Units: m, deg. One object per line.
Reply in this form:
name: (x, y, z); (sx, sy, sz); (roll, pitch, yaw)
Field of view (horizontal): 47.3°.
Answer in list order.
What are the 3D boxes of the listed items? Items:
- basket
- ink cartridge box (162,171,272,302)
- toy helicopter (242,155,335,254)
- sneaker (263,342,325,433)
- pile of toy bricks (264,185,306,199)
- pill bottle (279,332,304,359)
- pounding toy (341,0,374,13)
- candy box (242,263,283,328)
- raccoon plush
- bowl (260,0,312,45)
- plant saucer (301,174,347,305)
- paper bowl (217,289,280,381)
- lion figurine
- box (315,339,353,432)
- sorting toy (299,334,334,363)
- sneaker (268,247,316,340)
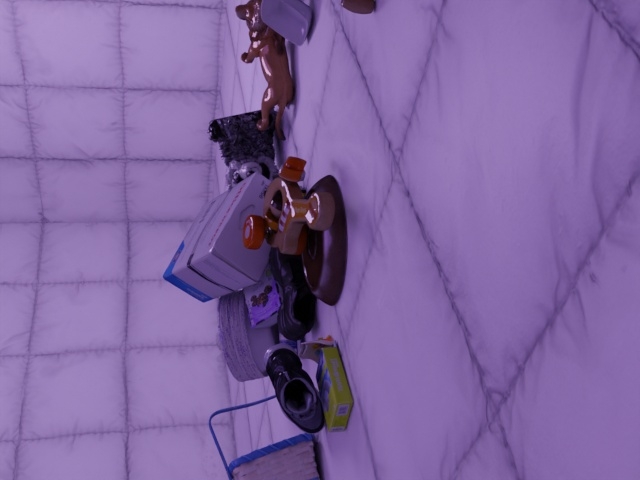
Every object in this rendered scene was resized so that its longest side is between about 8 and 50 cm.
basket: (-0.137, 0.552, 1.895); (0.201, 0.254, 0.289); (112, 142, -63)
ink cartridge box: (-0.269, 0.001, 2.139); (0.395, 0.166, 0.285); (-22, 37, 57)
toy helicopter: (-0.051, -0.084, 1.644); (0.355, 0.140, 0.235); (-175, 93, -66)
sneaker: (-0.049, 0.380, 1.710); (0.269, 0.101, 0.153); (66, 175, -26)
pile of toy bricks: (-0.090, -0.081, 1.922); (0.212, 0.118, 0.105); (-107, 18, -78)
pill bottle: (-0.081, 0.273, 2.034); (0.067, 0.067, 0.120); (147, 121, -74)
pounding toy: (0.040, -0.544, 1.301); (0.155, 0.154, 0.270); (-110, 24, -53)
candy box: (-0.154, 0.139, 2.142); (0.165, 0.070, 0.196); (-35, 61, 42)
raccoon plush: (-0.196, -0.275, 2.399); (0.446, 0.216, 0.299); (-43, -58, -69)
bowl: (-0.082, -0.585, 1.883); (0.053, 0.142, 0.142); (-55, -1, -17)
plant saucer: (0.000, 0.000, 1.729); (0.310, 0.050, 0.311); (179, 90, -77)
paper bowl: (-0.210, 0.290, 2.285); (0.284, 0.148, 0.284); (-13, -90, -84)
lion figurine: (-0.138, -0.502, 2.114); (0.392, 0.142, 0.240); (69, 158, 1)
box: (0.027, 0.327, 1.648); (0.178, 0.042, 0.109); (-107, 22, -47)
sorting toy: (-0.012, 0.257, 1.733); (0.045, 0.075, 0.083); (-106, 21, -46)
sneaker: (-0.058, 0.112, 1.905); (0.130, 0.109, 0.286); (148, 114, -63)
